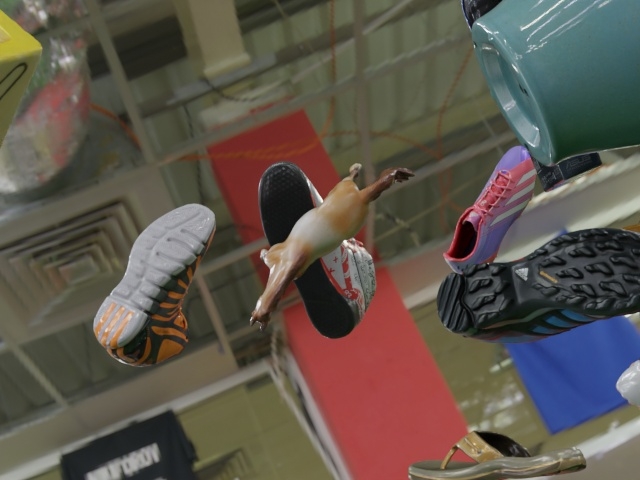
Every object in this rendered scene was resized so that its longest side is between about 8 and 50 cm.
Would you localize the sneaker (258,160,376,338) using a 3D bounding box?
[{"bbox_3d":[-0.001,0.001,1.546,0.090,0.270,0.145,-19,9,24],"label":"sneaker"}]

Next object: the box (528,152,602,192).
[{"bbox_3d":[0.313,-0.167,1.449,0.059,0.183,0.233,-23,-5,4],"label":"box"}]

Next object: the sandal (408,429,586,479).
[{"bbox_3d":[0.159,0.196,0.961,0.072,0.049,0.180,4,-16,-45],"label":"sandal"}]

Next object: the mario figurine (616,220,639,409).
[{"bbox_3d":[0.483,0.128,1.522,0.198,0.320,0.170,-14,7,-13],"label":"mario figurine"}]

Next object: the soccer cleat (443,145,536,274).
[{"bbox_3d":[0.290,-0.053,1.783,0.095,0.083,0.248,27,-91,-48],"label":"soccer cleat"}]

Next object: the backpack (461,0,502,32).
[{"bbox_3d":[0.417,-0.452,2.053,0.277,0.263,0.213,-30,11,26],"label":"backpack"}]

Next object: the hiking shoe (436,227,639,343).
[{"bbox_3d":[0.303,0.061,1.312,0.304,0.113,0.132,-10,-21,24],"label":"hiking shoe"}]

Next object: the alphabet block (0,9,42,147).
[{"bbox_3d":[-0.453,-0.171,1.128,0.197,0.193,0.192,-55,-8,30],"label":"alphabet block"}]

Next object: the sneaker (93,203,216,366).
[{"bbox_3d":[-0.286,0.092,1.956,0.321,0.125,0.180,-54,-30,-15],"label":"sneaker"}]

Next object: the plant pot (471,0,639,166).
[{"bbox_3d":[0.316,-0.217,1.144,0.255,0.271,0.271,-28,-27,0],"label":"plant pot"}]

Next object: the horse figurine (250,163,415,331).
[{"bbox_3d":[0.002,-0.014,1.328,0.263,0.066,0.174,-41,10,9],"label":"horse figurine"}]
